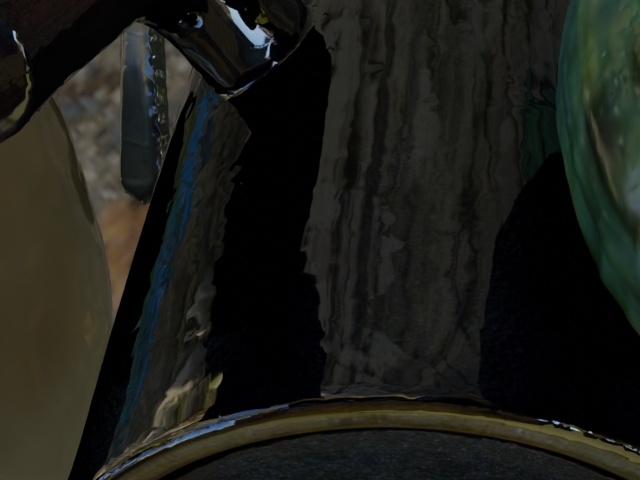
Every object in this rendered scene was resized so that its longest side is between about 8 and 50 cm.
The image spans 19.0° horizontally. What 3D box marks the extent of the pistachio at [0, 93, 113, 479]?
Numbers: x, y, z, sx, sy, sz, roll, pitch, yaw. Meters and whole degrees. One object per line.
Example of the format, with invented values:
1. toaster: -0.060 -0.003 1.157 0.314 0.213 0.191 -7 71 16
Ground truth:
1. pistachio: -0.233 0.078 0.796 0.281 0.365 0.445 9 61 7

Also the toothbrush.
1. toothbrush: -0.089 -0.163 0.948 0.030 0.030 0.297 -17 73 55

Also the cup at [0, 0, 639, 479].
1. cup: 0.017 0.000 0.459 0.166 0.239 0.177 -7 45 15

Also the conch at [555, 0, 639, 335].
1. conch: 0.128 -0.028 0.413 0.122 0.188 0.176 9 66 47
